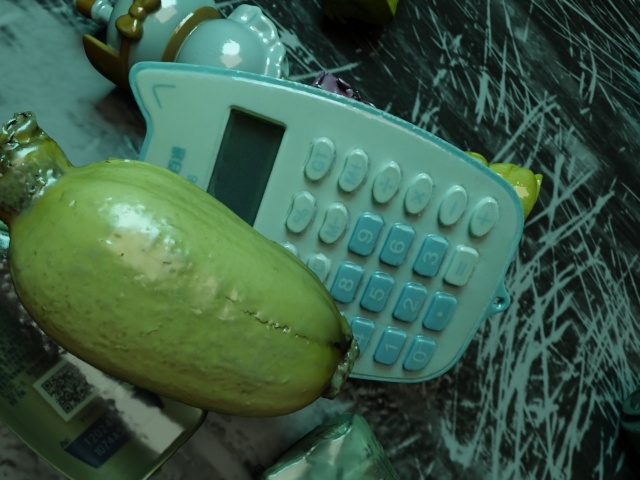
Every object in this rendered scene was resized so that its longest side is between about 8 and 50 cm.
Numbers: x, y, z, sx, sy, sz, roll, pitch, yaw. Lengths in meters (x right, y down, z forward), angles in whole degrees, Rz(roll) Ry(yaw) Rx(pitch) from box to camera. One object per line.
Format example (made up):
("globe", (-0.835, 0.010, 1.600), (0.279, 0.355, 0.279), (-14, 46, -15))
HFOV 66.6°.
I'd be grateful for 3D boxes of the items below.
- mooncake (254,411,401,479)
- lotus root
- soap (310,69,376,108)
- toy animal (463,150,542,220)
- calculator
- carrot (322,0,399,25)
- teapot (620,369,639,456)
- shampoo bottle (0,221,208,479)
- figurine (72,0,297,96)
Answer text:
("mooncake", (0.013, 0.237, 0.449), (0.130, 0.073, 0.125), (-22, 85, -25))
("lotus root", (-0.103, 0.037, 0.360), (0.303, 0.146, 0.131), (35, 107, -17))
("soap", (0.052, -0.048, 0.546), (0.250, 0.099, 0.162), (38, 63, -6))
("toy animal", (0.204, -0.079, 0.640), (0.159, 0.070, 0.083), (28, 66, -6))
("calculator", (0.000, 0.000, 0.453), (0.386, 0.054, 0.256), (19, 106, -5))
("carrot", (0.084, -0.419, 0.678), (0.114, 0.114, 0.301), (23, 68, -14))
("teapot", (0.449, 0.220, 0.603), (0.239, 0.162, 0.149), (-17, 66, -51))
("shampoo bottle", (-0.247, 0.051, 0.398), (0.350, 0.084, 0.125), (46, 75, -2))
("figurine", (-0.129, -0.186, 0.478), (0.271, 0.143, 0.143), (37, 59, 24))
